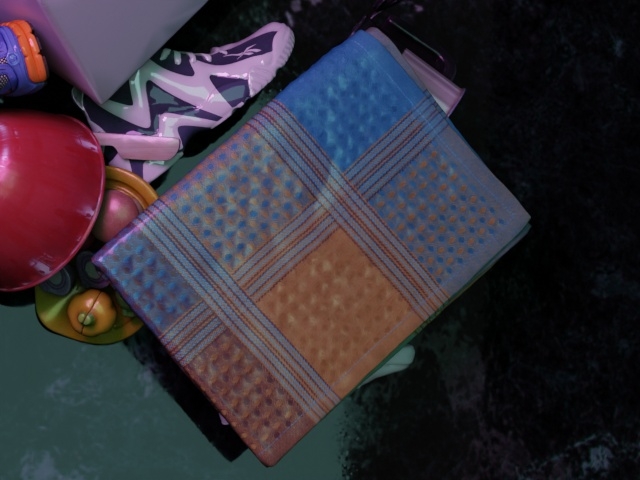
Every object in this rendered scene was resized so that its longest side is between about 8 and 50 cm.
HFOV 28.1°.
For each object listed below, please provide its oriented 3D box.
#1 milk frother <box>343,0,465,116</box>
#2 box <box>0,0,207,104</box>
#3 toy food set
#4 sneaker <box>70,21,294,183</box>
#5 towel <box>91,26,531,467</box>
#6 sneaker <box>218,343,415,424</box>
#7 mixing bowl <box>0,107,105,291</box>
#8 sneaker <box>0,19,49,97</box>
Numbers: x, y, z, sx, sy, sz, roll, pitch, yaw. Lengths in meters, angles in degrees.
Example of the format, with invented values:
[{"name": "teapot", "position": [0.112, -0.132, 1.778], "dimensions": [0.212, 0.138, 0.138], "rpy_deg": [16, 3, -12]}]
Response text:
[{"name": "milk frother", "position": [0.095, -0.191, 1.326], "dimensions": [0.134, 0.143, 0.129], "rpy_deg": [36, 68, -5]}, {"name": "box", "position": [-0.186, -0.338, 1.220], "dimensions": [0.215, 0.168, 0.345], "rpy_deg": [35, 73, 28]}, {"name": "toy food set", "position": [-0.216, 0.000, 1.224], "dimensions": [0.128, 0.071, 0.218], "rpy_deg": [12, 100, 6]}, {"name": "sneaker", "position": [-0.149, -0.179, 1.287], "dimensions": [0.235, 0.094, 0.153], "rpy_deg": [-41, 102, -6]}, {"name": "towel", "position": [0.000, 0.000, 1.239], "dimensions": [0.370, 0.040, 0.271], "rpy_deg": [-42, 99, -16]}, {"name": "sneaker", "position": [-0.007, 0.143, 1.298], "dimensions": [0.212, 0.080, 0.094], "rpy_deg": [-4, 102, -16]}, {"name": "mixing bowl", "position": [-0.300, -0.053, 1.179], "dimensions": [0.098, 0.181, 0.182], "rpy_deg": [34, 70, -53]}, {"name": "sneaker", "position": [-0.336, -0.156, 1.176], "dimensions": [0.087, 0.221, 0.083], "rpy_deg": [-18, 94, -36]}]
